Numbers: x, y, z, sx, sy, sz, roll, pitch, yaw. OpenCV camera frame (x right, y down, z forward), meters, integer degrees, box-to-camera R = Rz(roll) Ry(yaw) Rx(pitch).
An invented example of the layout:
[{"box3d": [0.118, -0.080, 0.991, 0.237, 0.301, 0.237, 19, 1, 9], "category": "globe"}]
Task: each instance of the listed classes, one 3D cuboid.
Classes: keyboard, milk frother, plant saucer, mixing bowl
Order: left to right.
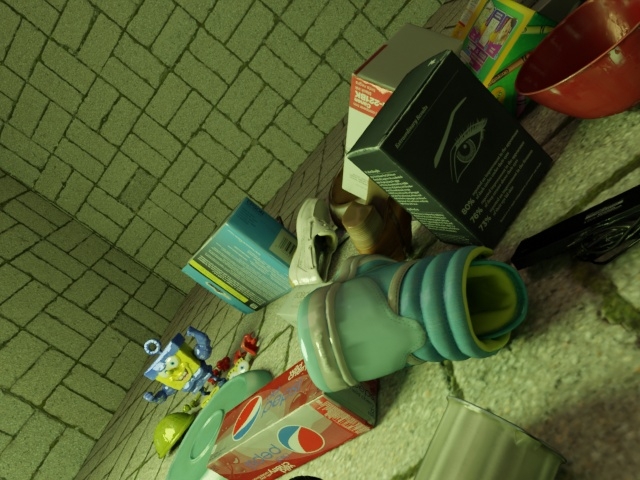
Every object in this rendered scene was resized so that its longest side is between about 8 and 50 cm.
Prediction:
[{"box3d": [-0.205, 0.381, 0.812, 0.317, 0.044, 0.317, -46, 15, 16], "category": "plant saucer"}, {"box3d": [0.118, -0.170, 1.058, 0.311, 0.050, 0.310, -40, 28, 27], "category": "plant saucer"}, {"box3d": [0.065, 0.173, 0.299, 0.134, 0.143, 0.129, -58, 9, -17], "category": "milk frother"}, {"box3d": [0.341, -0.213, 0.501, 0.181, 0.098, 0.181, -47, 14, 16], "category": "mixing bowl"}, {"box3d": [0.268, -0.010, 0.387, 0.100, 0.038, 0.192, -32, -4, -46], "category": "keyboard"}]

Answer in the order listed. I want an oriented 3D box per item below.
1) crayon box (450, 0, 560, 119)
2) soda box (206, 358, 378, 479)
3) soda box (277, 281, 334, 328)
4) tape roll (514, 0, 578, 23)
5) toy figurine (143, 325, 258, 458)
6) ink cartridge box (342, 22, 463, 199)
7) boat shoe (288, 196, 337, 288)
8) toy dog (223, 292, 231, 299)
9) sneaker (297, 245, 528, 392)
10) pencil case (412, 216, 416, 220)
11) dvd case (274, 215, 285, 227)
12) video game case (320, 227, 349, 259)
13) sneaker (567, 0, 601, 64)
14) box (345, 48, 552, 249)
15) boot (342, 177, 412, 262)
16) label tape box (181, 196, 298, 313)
[{"box3d": [0.309, -0.337, 0.758, 0.278, 0.081, 0.165, -90, 22, -51], "category": "crayon box"}, {"box3d": [-0.042, 0.242, 0.574, 0.263, 0.083, 0.092, -42, 17, 30], "category": "soda box"}, {"box3d": [-0.003, 0.126, 0.773, 0.073, 0.069, 0.216, -57, 15, -20], "category": "soda box"}, {"box3d": [0.449, -0.461, 0.837, 0.219, 0.072, 0.219, -47, 14, 16], "category": "tape roll"}, {"box3d": [-0.349, 0.322, 1.044, 0.362, 0.217, 0.191, -49, 14, 6], "category": "toy figurine"}, {"box3d": [0.144, -0.221, 0.795, 0.197, 0.114, 0.272, -50, -22, -29], "category": "ink cartridge box"}, {"box3d": [0.000, 0.000, 1.016, 0.096, 0.098, 0.276, -22, 46, 34], "category": "boat shoe"}, {"box3d": [-0.301, 0.075, 1.615, 0.220, 0.161, 0.333, -29, 26, 55], "category": "toy dog"}, {"box3d": [0.120, 0.067, 0.494, 0.208, 0.127, 0.319, -16, 5, 19], "category": "sneaker"}, {"box3d": [0.203, -0.120, 0.714, 0.206, 0.088, 0.086, -41, 4, 31], "category": "pencil case"}, {"box3d": [-0.180, 0.047, 1.420, 0.221, 0.018, 0.164, -42, 54, 29], "category": "dvd case"}, {"box3d": [0.036, -0.004, 1.087, 0.122, 0.011, 0.087, -42, 16, 29], "category": "video game case"}, {"box3d": [0.428, -0.336, 0.564, 0.227, 0.087, 0.130, -47, 7, -8], "category": "sneaker"}, {"box3d": [0.165, -0.108, 0.554, 0.153, 0.207, 0.108, -53, 16, -7], "category": "box"}, {"box3d": [0.125, -0.050, 0.676, 0.197, 0.152, 0.073, -48, 46, -6], "category": "boot"}, {"box3d": [-0.207, 0.063, 1.179, 0.348, 0.249, 0.115, -34, 23, 49], "category": "label tape box"}]
